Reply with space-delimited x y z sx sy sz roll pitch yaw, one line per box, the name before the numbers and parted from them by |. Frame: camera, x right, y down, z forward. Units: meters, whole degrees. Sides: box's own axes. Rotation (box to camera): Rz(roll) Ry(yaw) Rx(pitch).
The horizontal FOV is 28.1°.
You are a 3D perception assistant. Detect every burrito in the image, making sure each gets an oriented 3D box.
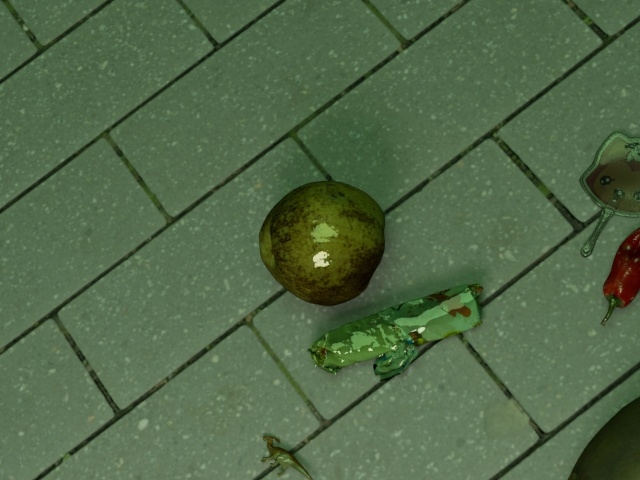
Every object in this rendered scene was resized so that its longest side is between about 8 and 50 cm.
burrito | 0.123 0.150 1.955 0.288 0.054 0.104 -18 68 4

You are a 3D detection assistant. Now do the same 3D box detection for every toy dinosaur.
toy dinosaur | -0.057 0.337 1.932 0.041 0.026 0.113 -35 55 -21

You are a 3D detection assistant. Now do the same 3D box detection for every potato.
potato | 0.449 0.339 1.703 0.221 0.243 0.326 41 86 11

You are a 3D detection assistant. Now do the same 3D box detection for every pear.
pear | 0.000 0.000 1.956 0.197 0.197 0.197 -4 68 11

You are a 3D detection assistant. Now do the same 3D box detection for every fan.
fan | 0.461 -0.067 1.986 0.132 0.009 0.220 28 77 22

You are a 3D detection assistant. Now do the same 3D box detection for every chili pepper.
chili pepper | 0.465 0.045 1.918 0.059 0.050 0.191 14 64 35
